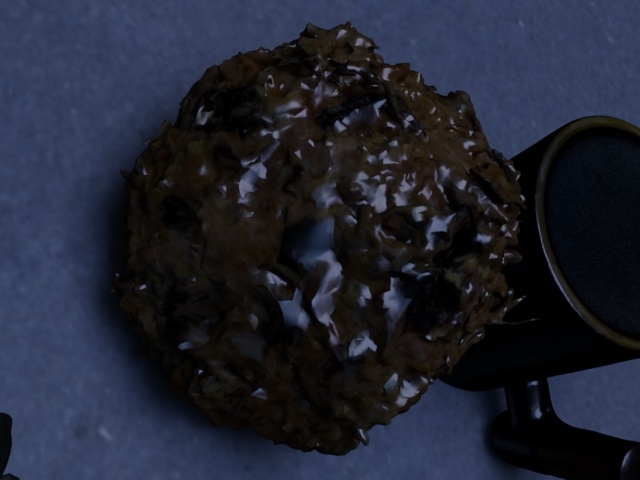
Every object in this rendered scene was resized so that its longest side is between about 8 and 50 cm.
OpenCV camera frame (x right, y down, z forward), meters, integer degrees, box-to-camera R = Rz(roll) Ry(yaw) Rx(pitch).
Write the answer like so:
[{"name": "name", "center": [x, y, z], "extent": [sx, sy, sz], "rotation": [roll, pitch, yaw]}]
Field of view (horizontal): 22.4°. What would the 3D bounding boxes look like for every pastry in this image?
[{"name": "pastry", "center": [0.000, 0.000, 1.031], "extent": [0.193, 0.275, 0.275], "rotation": [20, 54, -74]}]

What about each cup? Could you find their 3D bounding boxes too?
[{"name": "cup", "center": [0.151, 0.053, 1.120], "extent": [0.166, 0.177, 0.239], "rotation": [21, 62, -30]}]

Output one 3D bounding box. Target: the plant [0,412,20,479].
[{"name": "plant", "center": [-0.239, 0.217, 0.766], "extent": [0.188, 0.199, 0.276], "rotation": [7, 70, -32]}]
